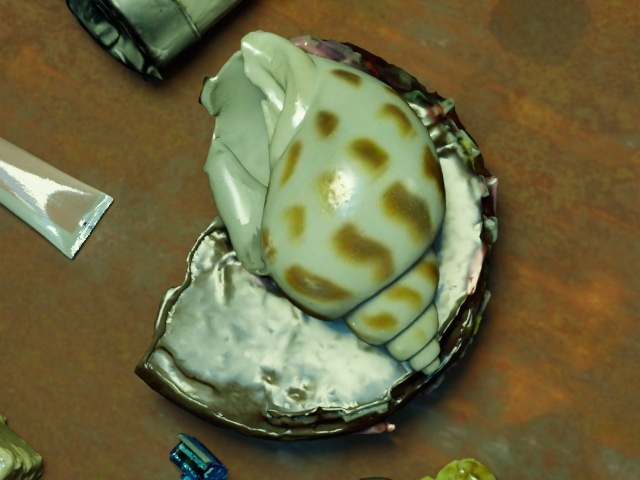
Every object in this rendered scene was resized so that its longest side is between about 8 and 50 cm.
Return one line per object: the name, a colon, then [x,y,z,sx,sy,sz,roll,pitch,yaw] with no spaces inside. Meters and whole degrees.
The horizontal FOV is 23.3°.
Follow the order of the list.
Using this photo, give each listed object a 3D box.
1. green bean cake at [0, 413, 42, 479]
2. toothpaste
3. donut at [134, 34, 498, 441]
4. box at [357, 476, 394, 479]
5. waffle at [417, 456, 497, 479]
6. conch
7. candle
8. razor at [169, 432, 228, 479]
green bean cake: [-0.331,0.231,1.341,0.085,0.109,0.179,40,87,11]
toothpaste: [-0.288,-0.064,1.422,0.194,0.043,0.067,34,84,5]
donut: [0.020,0.012,1.322,0.259,0.136,0.345,20,85,8]
box: [0.117,0.394,1.221,0.350,0.091,0.359,19,88,11]
waffle: [0.122,0.320,1.297,0.254,0.052,0.245,44,92,12]
conch: [0.016,-0.027,1.187,0.148,0.182,0.275,-5,79,-27]
candle: [-0.092,-0.305,1.362,0.330,0.187,0.187,-41,78,-2]
razor: [-0.155,0.330,1.334,0.056,0.093,0.324,26,88,-25]
